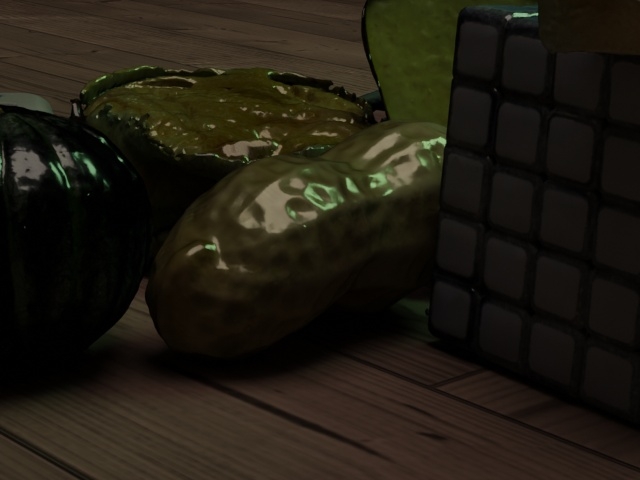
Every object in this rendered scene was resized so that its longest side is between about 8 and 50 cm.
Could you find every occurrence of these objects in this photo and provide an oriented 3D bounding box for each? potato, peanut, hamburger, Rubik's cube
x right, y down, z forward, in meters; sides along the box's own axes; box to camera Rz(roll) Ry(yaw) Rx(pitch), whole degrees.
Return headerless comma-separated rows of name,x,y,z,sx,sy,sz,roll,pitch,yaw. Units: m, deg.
potato,0.131,-0.084,1.142,0.160,0.271,0.111,-19,-11,-9
peanut,0.000,0.000,0.961,0.120,0.136,0.298,23,29,37
hamburger,-0.081,-0.062,1.180,0.265,0.134,0.285,4,22,-10
Rubik's cube,0.238,-0.028,0.927,0.237,0.238,0.237,-11,21,-39

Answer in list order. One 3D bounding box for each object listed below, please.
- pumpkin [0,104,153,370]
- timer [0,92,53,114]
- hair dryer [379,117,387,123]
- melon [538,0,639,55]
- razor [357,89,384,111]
pumpkin,-0.215,-0.007,0.880,0.220,0.162,0.220,7,13,-2
timer,-0.340,-0.056,1.126,0.262,0.087,0.237,-9,18,-11
hair dryer,0.167,-0.132,1.636,0.248,0.070,0.114,9,15,32
melon,0.199,-0.142,0.805,0.098,0.054,0.182,16,27,25
razor,0.080,-0.125,1.320,0.324,0.056,0.093,-22,5,25
